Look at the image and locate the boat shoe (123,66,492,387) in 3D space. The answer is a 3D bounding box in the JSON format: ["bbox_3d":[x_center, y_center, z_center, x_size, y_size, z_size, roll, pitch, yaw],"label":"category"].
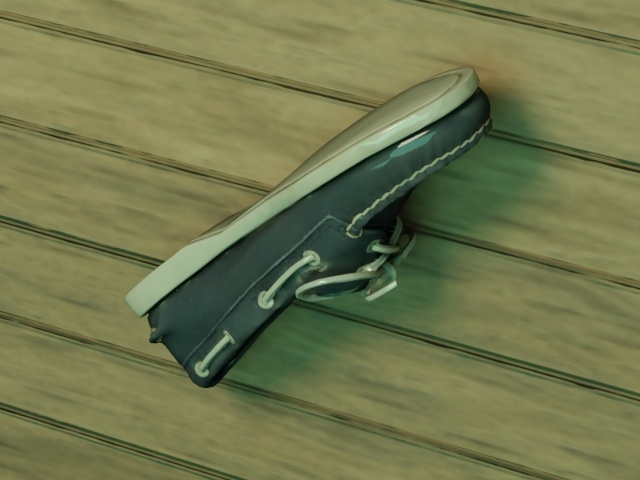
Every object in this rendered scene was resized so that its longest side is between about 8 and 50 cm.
[{"bbox_3d":[0.000,0.000,0.930,0.254,0.095,0.079,-35,92,31],"label":"boat shoe"}]
